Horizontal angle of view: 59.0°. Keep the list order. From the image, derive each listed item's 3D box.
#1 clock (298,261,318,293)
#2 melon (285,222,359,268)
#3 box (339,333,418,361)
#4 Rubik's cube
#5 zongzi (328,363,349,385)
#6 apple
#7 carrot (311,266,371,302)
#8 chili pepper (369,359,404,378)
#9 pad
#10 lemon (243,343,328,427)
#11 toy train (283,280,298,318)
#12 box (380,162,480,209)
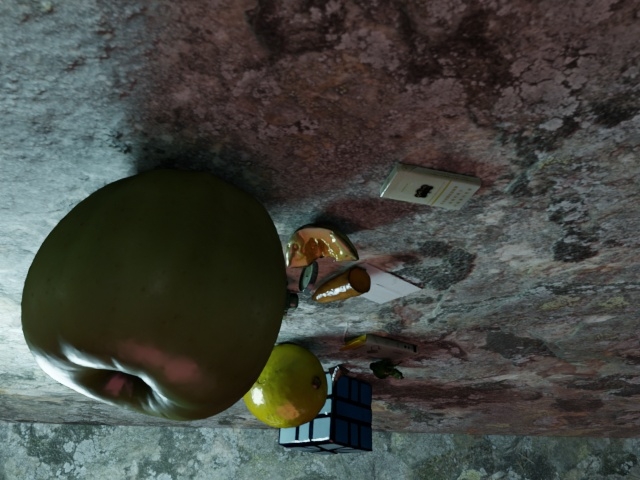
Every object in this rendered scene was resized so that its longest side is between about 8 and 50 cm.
[{"bbox_3d":[-0.029,0.088,1.371,0.017,0.085,0.085,19,147,-19],"label":"clock"},{"bbox_3d":[0.000,0.000,1.226,0.160,0.079,0.128,-6,133,15],"label":"melon"},{"bbox_3d":[0.198,0.363,1.917,0.247,0.033,0.129,18,149,-28],"label":"box"},{"bbox_3d":[0.024,0.716,2.321,0.294,0.283,0.288,-22,145,34],"label":"Rubik's cube"},{"bbox_3d":[0.055,0.505,2.179,0.067,0.073,0.083,30,101,-41],"label":"zongzi"},{"bbox_3d":[-0.282,0.094,1.043,0.474,0.473,0.473,1,151,1],"label":"apple"},{"bbox_3d":[0.037,0.127,1.449,0.072,0.072,0.205,22,148,-33],"label":"carrot"},{"bbox_3d":[0.237,0.467,2.036,0.122,0.065,0.279,-2,164,9],"label":"chili pepper"},{"bbox_3d":[0.140,0.118,1.498,0.232,0.004,0.156,25,144,-36],"label":"pad"},{"bbox_3d":[-0.120,0.491,1.916,0.297,0.296,0.297,1,151,1],"label":"lemon"},{"bbox_3d":[-0.203,0.152,1.489,0.286,0.116,0.177,5,164,-8],"label":"toy train"},{"bbox_3d":[0.207,-0.100,1.072,0.167,0.024,0.090,9,150,-12],"label":"box"}]
